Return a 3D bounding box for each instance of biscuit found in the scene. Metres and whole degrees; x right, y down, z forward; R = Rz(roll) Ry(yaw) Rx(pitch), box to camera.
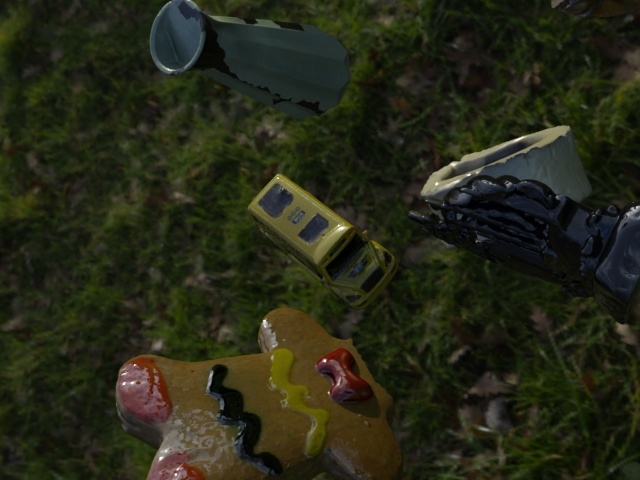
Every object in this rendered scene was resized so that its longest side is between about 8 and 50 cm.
[{"bbox_3d":[-0.090,0.245,1.342,0.368,0.394,0.076,-121,31,-42],"label":"biscuit"}]

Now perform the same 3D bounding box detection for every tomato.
[{"bbox_3d":[0.514,-0.469,1.556,0.214,0.155,0.180,124,162,-66],"label":"tomato"}]

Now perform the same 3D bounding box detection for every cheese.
[{"bbox_3d":[0.378,-0.109,1.878,0.292,0.332,0.153,-93,-18,-81],"label":"cheese"}]

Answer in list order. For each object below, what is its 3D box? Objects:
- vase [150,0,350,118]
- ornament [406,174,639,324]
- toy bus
[{"bbox_3d":[-0.105,-0.294,1.475,0.165,0.360,0.165,-1,88,38],"label":"vase"},{"bbox_3d":[0.208,-0.011,0.918,0.260,0.251,0.106,21,85,18],"label":"ornament"},{"bbox_3d":[0.000,0.000,1.918,0.145,0.151,0.331,-48,55,-7],"label":"toy bus"}]
